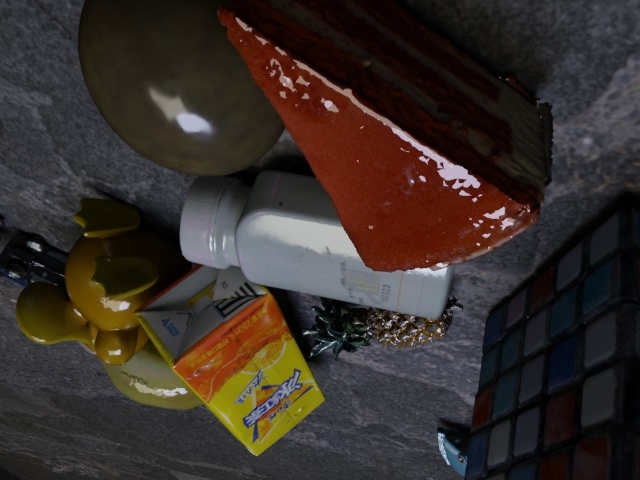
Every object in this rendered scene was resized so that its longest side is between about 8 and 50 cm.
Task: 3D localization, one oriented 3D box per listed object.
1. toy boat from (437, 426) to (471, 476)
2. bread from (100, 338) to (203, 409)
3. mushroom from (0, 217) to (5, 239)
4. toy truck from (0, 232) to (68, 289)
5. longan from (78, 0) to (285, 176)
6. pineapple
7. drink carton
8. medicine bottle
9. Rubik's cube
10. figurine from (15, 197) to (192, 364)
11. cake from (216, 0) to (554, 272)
[{"bbox_3d":[0.311,0.365,1.005,0.215,0.088,0.102,11,108,11],"label":"toy boat"},{"bbox_3d":[-0.261,0.213,0.976,0.260,0.156,0.158,22,141,-4],"label":"bread"},{"bbox_3d":[-0.724,0.011,0.865,0.397,0.224,0.314,-10,136,34],"label":"mushroom"},{"bbox_3d":[-0.415,0.066,0.936,0.201,0.074,0.088,29,150,-15],"label":"toy truck"},{"bbox_3d":[-0.107,-0.148,0.465,0.159,0.204,0.185,-34,165,9],"label":"longan"},{"bbox_3d":[0.082,0.102,0.754,0.221,0.103,0.083,-17,120,32],"label":"pineapple"},{"bbox_3d":[-0.112,0.178,0.833,0.111,0.154,0.351,44,163,35],"label":"drink carton"},{"bbox_3d":[0.000,0.000,0.644,0.296,0.111,0.161,9,146,10],"label":"medicine bottle"},{"bbox_3d":[0.340,0.189,0.577,0.293,0.292,0.287,23,147,-1],"label":"Rubik's cube"},{"bbox_3d":[-0.292,0.074,0.807,0.228,0.215,0.215,-40,117,22],"label":"figurine"},{"bbox_3d":[0.034,-0.097,0.470,0.262,0.158,0.159,31,140,-12],"label":"cake"}]
